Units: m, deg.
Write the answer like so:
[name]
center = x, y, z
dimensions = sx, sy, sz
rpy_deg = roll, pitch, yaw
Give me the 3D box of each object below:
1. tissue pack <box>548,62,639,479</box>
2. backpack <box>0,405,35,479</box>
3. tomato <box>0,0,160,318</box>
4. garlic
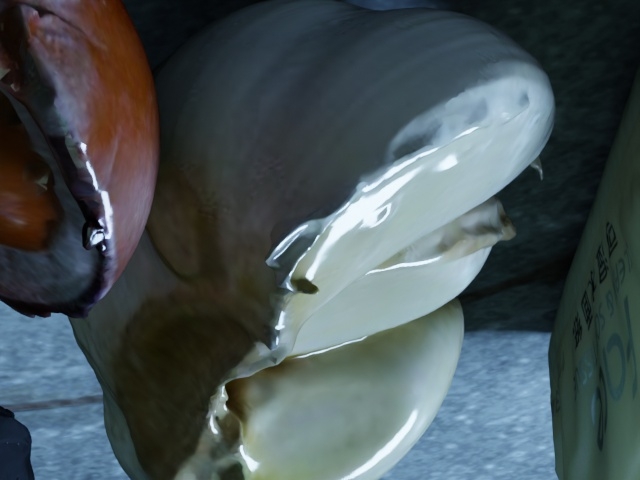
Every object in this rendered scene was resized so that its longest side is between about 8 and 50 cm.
[tissue pack]
center = 0.299, 0.037, 0.889
dimensions = 0.332, 0.205, 0.405
rpy_deg = -1, 151, -2
[backpack]
center = -0.231, 0.158, 1.090
dimensions = 0.120, 0.105, 0.165
rpy_deg = 3, 153, -11
[tomato]
center = -0.141, -0.080, 0.651
dimensions = 0.228, 0.112, 0.199
rpy_deg = 16, 145, 32
[garlic]
center = -0.011, -0.005, 0.785
dimensions = 0.203, 0.185, 0.281
rpy_deg = -26, 143, -35
